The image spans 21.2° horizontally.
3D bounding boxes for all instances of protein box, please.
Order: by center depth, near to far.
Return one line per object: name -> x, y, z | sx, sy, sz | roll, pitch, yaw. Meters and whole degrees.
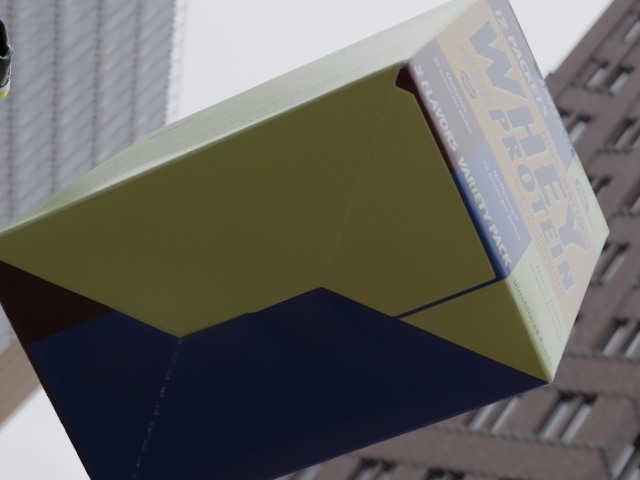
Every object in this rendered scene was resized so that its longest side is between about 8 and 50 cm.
protein box -> 0.000, 0.000, 0.747 | 0.200, 0.201, 0.136 | -22, -80, 21

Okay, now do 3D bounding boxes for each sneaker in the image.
sneaker -> -0.187, -0.117, 0.935 | 0.083, 0.031, 0.035 | 59, -41, 20

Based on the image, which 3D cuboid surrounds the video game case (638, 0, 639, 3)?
video game case -> 0.098, -0.081, 0.316 | 0.143, 0.019, 0.157 | 13, -17, 37
